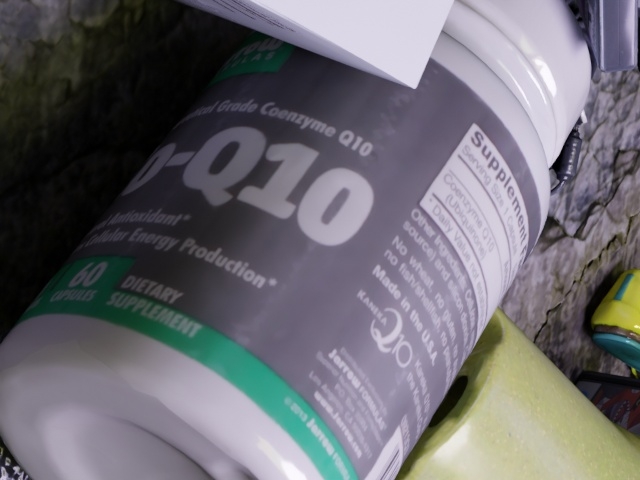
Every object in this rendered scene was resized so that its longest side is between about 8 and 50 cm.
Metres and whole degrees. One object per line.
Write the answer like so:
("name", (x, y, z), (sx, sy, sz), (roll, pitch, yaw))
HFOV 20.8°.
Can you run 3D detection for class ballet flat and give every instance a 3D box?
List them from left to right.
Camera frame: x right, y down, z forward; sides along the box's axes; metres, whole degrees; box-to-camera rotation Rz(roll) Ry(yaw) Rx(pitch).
("ballet flat", (0.300, 0.094, 1.497), (0.231, 0.077, 0.077), (43, 60, -48))

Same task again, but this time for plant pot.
("plant pot", (0.093, 0.166, 1.175), (0.276, 0.276, 0.254), (-50, 128, -18))

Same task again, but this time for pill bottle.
("pill bottle", (0.000, 0.000, 0.949), (0.361, 0.204, 0.204), (-55, 143, -34))

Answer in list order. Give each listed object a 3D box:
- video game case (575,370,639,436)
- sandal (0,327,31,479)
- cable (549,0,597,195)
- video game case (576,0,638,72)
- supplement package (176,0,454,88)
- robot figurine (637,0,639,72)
("video game case", (0.220, 0.213, 1.319), (0.035, 0.275, 0.248), (47, 71, -21))
("sandal", (-0.159, 0.081, 0.990), (0.254, 0.054, 0.097), (-37, 121, -28))
("cable", (0.143, -0.107, 1.228), (0.184, 0.047, 0.150), (22, 93, -51))
("video game case", (0.153, -0.250, 1.030), (0.026, 0.274, 0.196), (-6, 124, 1))
("supplement package", (-0.026, -0.209, 0.859), (0.149, 0.203, 0.194), (23, 93, -51))
("robot figurine", (0.290, -0.246, 1.214), (0.173, 0.209, 0.278), (-12, 119, -30))
